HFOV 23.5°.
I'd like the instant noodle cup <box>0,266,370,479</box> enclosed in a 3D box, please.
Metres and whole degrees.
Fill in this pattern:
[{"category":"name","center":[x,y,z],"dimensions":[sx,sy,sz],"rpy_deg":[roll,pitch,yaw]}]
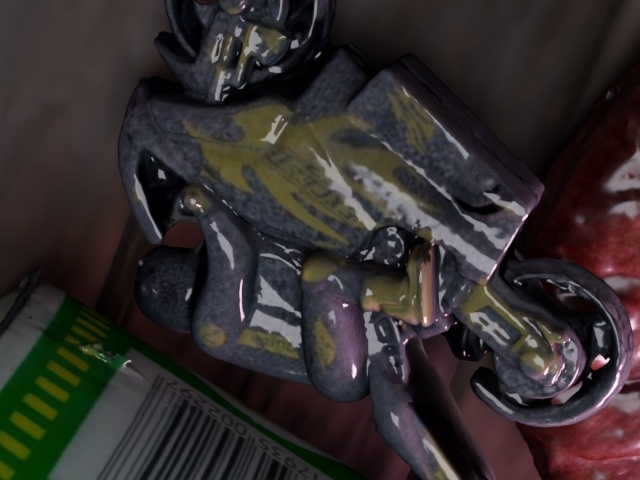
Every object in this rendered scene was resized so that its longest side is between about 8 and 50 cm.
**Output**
[{"category":"instant noodle cup","center":[-0.042,0.135,0.470],"dimensions":[0.233,0.207,0.207],"rpy_deg":[40,103,-10]}]

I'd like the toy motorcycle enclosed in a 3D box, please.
[{"category":"toy motorcycle","center":[0.000,0.000,0.475],"dimensions":[0.124,0.061,0.193],"rpy_deg":[-40,92,22]}]

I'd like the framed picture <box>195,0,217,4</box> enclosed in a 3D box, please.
[{"category":"framed picture","center":[0.046,-0.218,0.332],"dimensions":[0.244,0.013,0.324],"rpy_deg":[-25,139,-8]}]

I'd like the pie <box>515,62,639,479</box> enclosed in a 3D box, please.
[{"category":"pie","center":[0.163,0.022,0.513],"dimensions":[0.204,0.054,0.218],"rpy_deg":[11,111,-8]}]
